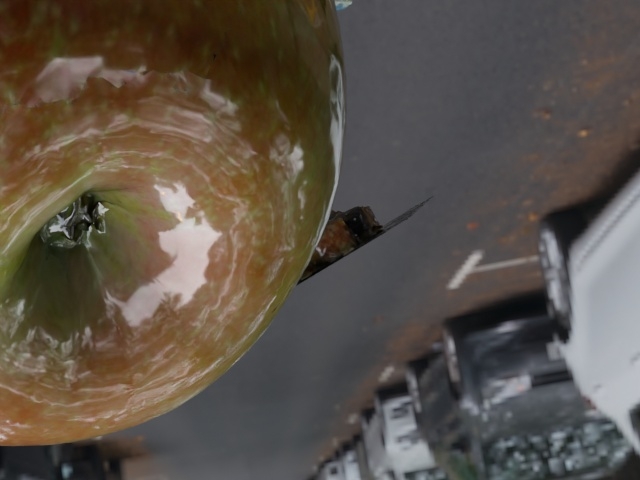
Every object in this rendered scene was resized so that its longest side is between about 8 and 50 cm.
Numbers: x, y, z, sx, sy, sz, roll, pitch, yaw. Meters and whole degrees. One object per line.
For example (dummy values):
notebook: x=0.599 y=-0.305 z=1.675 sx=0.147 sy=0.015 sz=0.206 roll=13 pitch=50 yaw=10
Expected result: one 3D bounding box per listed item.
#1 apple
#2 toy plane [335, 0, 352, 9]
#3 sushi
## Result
apple: x=-0.136 y=-0.066 z=0.592 sx=0.319 sy=0.277 sz=0.319 roll=-24 pitch=134 yaw=-27
toy plane: x=-0.092 y=-0.246 z=1.571 sx=0.262 sy=0.088 sz=0.192 roll=-18 pitch=167 yaw=24
sushi: x=0.000 y=0.000 z=1.092 sx=0.192 sy=0.040 sz=0.210 roll=-31 pitch=-179 yaw=11
